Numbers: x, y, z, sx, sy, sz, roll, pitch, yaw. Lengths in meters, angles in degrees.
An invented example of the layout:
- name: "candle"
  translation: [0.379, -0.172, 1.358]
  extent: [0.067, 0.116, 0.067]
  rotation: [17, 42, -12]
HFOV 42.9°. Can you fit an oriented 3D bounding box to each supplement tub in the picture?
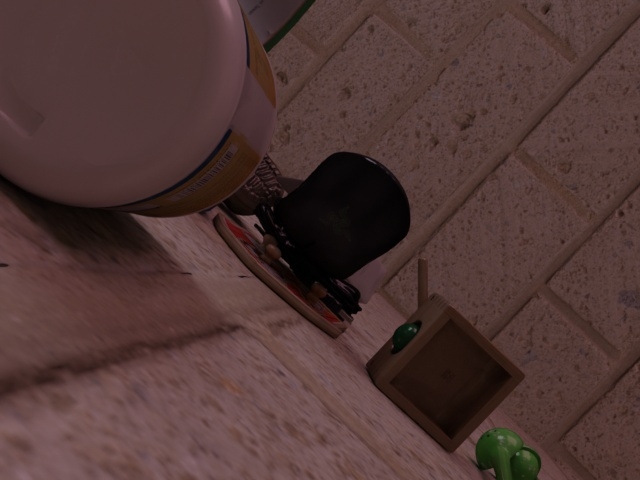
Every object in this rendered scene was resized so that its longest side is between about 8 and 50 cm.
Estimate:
- name: "supplement tub"
  translation: [-0.101, -0.086, 0.462]
  extent: [0.144, 0.144, 0.200]
  rotation: [43, 1, 3]

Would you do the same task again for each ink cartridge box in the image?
- name: "ink cartridge box"
  translation: [0.000, 0.000, 1.076]
  extent: [0.104, 0.060, 0.180]
  rotation: [14, -30, 44]

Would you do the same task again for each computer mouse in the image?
- name: "computer mouse"
  translation: [0.007, -0.001, 0.911]
  extent: [0.188, 0.072, 0.272]
  rotation: [47, -30, 2]

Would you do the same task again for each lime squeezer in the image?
- name: "lime squeezer"
  translation: [0.234, 0.269, 0.930]
  extent: [0.110, 0.059, 0.310]
  rotation: [44, 1, 37]

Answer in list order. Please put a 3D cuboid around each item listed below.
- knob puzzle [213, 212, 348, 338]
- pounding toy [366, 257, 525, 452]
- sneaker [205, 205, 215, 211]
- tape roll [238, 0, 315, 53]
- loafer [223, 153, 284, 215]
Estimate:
- name: "knob puzzle"
  translation: [-0.042, 0.030, 0.882]
  extent: [0.213, 0.030, 0.213]
  rotation: [44, 2, -2]
- name: "pounding toy"
  translation: [0.122, 0.115, 0.856]
  extent: [0.141, 0.130, 0.100]
  rotation: [43, 2, -8]
- name: "sneaker"
  translation: [-0.125, -0.067, 0.902]
  extent: [0.052, 0.058, 0.135]
  rotation: [29, 10, -11]
- name: "tape roll"
  translation: [-0.076, -0.300, 0.924]
  extent: [0.077, 0.321, 0.321]
  rotation: [43, 2, 1]
- name: "loafer"
  translation: [-0.154, -0.139, 1.125]
  extent: [0.268, 0.102, 0.092]
  rotation: [58, -38, 13]
